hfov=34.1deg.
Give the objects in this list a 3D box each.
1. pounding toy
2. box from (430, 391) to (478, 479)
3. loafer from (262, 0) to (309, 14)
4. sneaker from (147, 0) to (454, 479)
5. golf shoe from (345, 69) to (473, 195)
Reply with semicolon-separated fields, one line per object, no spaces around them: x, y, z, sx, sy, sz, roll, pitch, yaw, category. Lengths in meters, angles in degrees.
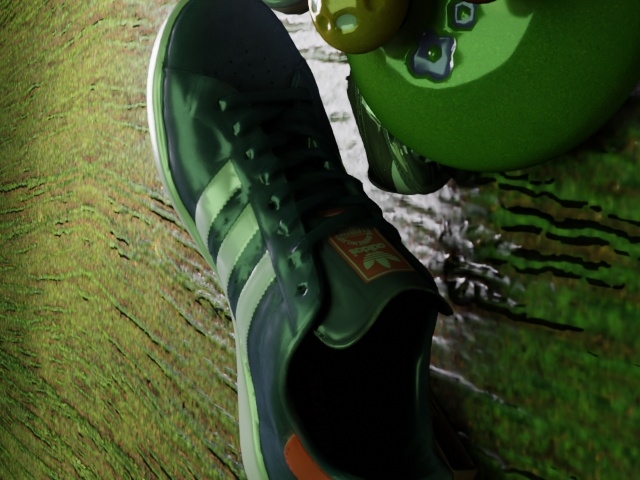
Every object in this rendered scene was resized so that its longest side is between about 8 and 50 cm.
0.048;-0.145;0.516;0.183;0.110;0.237;-49;64;28;pounding toy
0.030;0.168;0.726;0.164;0.021;0.201;59;138;46;box
-0.024;-0.290;0.805;0.096;0.084;0.267;-14;73;19;loafer
0.000;0.000;0.620;0.148;0.131;0.350;-22;85;59;sneaker
0.043;-0.123;0.650;0.094;0.077;0.198;-22;69;61;golf shoe
